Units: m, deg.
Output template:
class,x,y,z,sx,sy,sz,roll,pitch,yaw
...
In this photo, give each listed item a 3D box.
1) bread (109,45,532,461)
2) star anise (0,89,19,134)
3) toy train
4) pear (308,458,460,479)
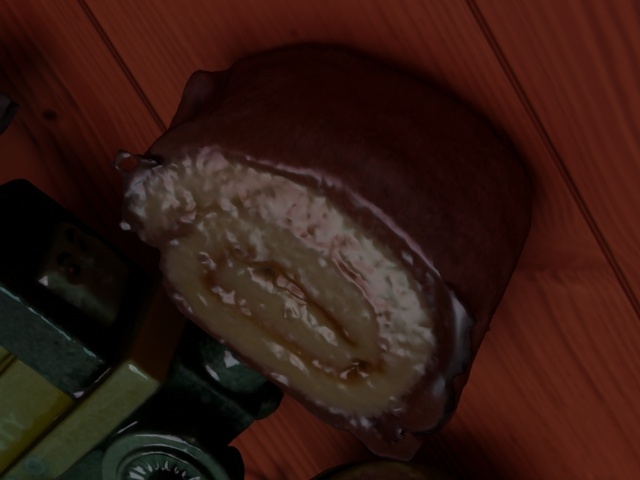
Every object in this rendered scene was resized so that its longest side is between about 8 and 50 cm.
class,x,y,z,sx,sy,sz,roll,pitch,yaw
bread,0.004,-0.008,0.933,0.244,0.123,0.190,35,133,2
star anise,-0.298,-0.041,1.039,0.229,0.236,0.093,0,165,38
toy train,-0.204,0.135,1.095,0.253,0.160,0.397,39,123,-14
pear,0.052,0.252,1.081,0.188,0.187,0.219,4,133,29
